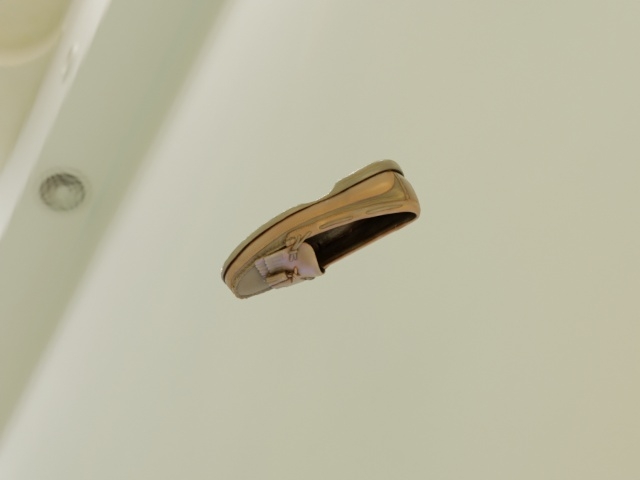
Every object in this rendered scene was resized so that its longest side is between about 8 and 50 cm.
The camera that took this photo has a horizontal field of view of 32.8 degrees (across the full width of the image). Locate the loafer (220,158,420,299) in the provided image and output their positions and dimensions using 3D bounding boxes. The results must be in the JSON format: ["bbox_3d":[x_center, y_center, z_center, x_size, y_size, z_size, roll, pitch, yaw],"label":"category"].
[{"bbox_3d":[0.000,0.000,0.633,0.125,0.045,0.039,-33,-123,3],"label":"loafer"}]
